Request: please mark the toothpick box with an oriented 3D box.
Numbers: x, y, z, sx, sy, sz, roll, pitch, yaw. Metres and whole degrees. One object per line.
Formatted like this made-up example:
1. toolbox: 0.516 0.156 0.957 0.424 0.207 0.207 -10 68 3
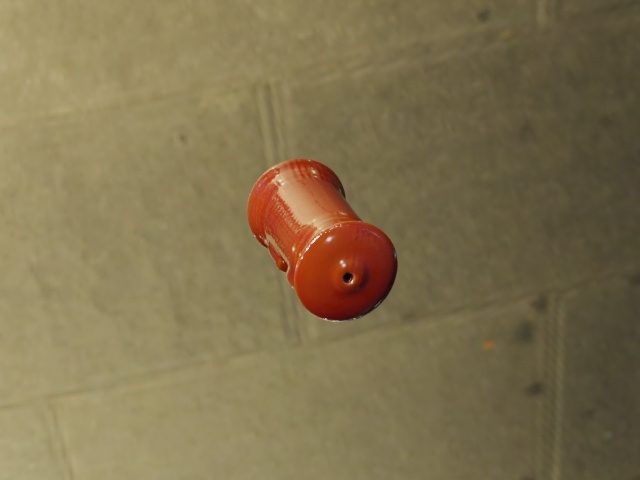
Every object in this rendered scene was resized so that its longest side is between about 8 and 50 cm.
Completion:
1. toothpick box: 0.000 0.000 0.761 0.047 0.083 0.047 -6 114 -15
